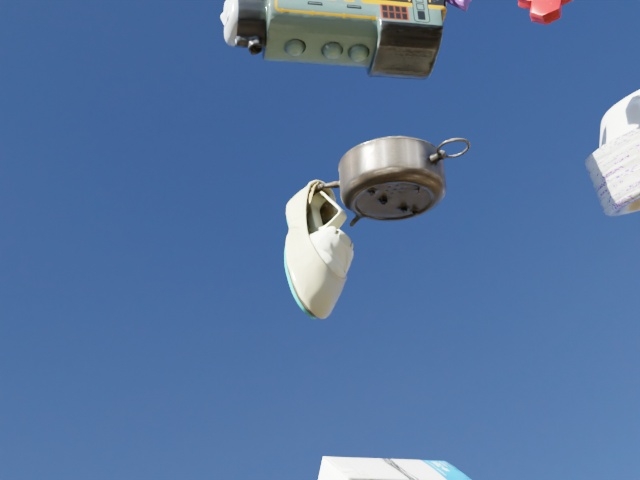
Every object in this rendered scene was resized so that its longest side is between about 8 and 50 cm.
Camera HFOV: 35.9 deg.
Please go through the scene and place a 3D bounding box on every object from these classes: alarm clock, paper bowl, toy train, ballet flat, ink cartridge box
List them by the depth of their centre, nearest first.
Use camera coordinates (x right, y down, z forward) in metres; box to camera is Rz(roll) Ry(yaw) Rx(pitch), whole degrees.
[{"bbox_3d":[0.101,-0.077,1.188,0.129,0.064,0.192,21,-37,-39],"label":"alarm clock"},{"bbox_3d":[0.000,0.000,1.218,0.086,0.248,0.086,-3,-59,-5],"label":"ballet flat"},{"bbox_3d":[0.087,0.358,1.271,0.190,0.082,0.140,9,-82,-24],"label":"ink cartridge box"},{"bbox_3d":[0.021,-0.323,1.369,0.333,0.190,0.142,3,-36,-10],"label":"toy train"},{"bbox_3d":[0.525,-0.151,1.431,0.284,0.148,0.284,-18,-11,-4],"label":"paper bowl"}]

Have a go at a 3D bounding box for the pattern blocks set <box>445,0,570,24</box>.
[{"bbox_3d":[0.297,-0.436,1.409,0.325,0.285,0.026,-53,-39,-21],"label":"pattern blocks set"}]
